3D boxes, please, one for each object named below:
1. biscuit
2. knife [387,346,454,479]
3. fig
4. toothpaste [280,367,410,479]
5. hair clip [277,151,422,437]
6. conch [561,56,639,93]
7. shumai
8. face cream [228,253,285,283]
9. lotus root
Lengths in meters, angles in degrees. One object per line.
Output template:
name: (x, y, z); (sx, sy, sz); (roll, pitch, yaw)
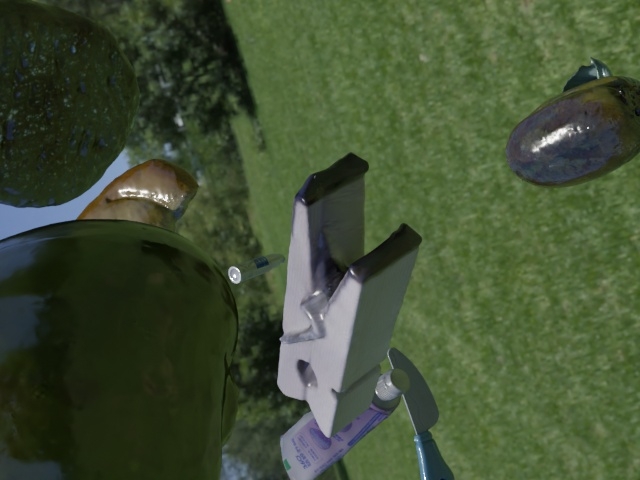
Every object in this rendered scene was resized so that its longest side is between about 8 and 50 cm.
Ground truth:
biscuit: (-0.284, 0.012, 1.249); (0.154, 0.299, 0.045); (35, -170, 27)
knife: (0.162, 0.283, 1.447); (0.032, 0.058, 0.244); (140, 116, -76)
fig: (-0.156, 0.084, 0.481); (0.203, 0.225, 0.202); (-174, 90, -85)
toothpaste: (0.021, 0.232, 1.145); (0.075, 0.048, 0.301); (47, 137, 4)
hair clip: (0.019, 0.070, 0.832); (0.101, 0.085, 0.330); (42, 153, 23)
conch: (0.564, -0.251, 1.784); (0.131, 0.172, 0.199); (15, -133, -63)
shumai: (-0.529, -0.252, 1.494); (0.323, 0.324, 0.398); (30, -168, 37)
face cream: (-0.117, 0.049, 1.732); (0.034, 0.130, 0.034); (13, 111, 38)
lotus root: (0.431, -0.171, 1.550); (0.160, 0.152, 0.275); (48, 147, -13)
